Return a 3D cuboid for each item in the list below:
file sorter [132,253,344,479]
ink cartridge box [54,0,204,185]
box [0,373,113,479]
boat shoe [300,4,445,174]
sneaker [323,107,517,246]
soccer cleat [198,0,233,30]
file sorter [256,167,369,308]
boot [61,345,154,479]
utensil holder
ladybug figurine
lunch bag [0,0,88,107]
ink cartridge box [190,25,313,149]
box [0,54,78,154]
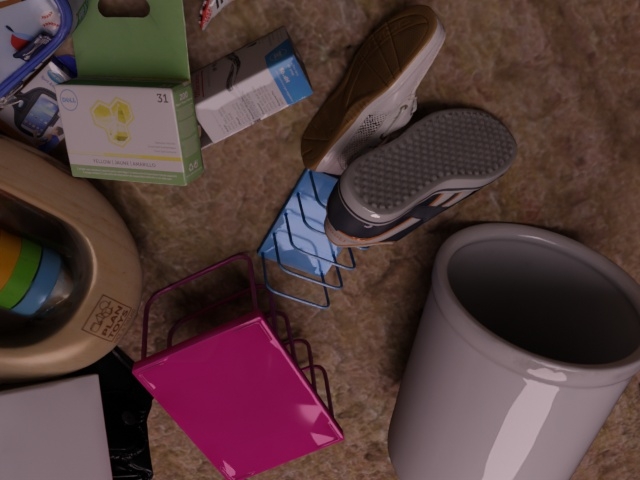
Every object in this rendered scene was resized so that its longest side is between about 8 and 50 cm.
[{"bbox_3d":[-0.123,0.196,1.208,0.202,0.182,0.290,-24,125,8],"label":"file sorter"},{"bbox_3d":[-0.236,-0.188,0.925,0.171,0.056,0.235,6,118,21],"label":"ink cartridge box"},{"bbox_3d":[-0.475,0.319,1.102,0.345,0.215,0.168,-12,175,36],"label":"box"},{"bbox_3d":[0.082,-0.190,1.028,0.096,0.098,0.277,15,136,-33],"label":"boat shoe"},{"bbox_3d":[0.130,-0.086,1.059,0.321,0.126,0.127,-23,163,-34],"label":"sneaker"},{"bbox_3d":[-0.126,-0.296,0.955,0.036,0.029,0.083,19,115,-17],"label":"soccer cleat"},{"bbox_3d":[0.000,0.000,1.140,0.118,0.104,0.170,20,119,-23],"label":"file sorter"},{"bbox_3d":[-0.350,0.252,1.192,0.094,0.207,0.246,-35,123,14],"label":"boot"},{"bbox_3d":[0.290,0.221,1.216,0.328,0.327,0.385,4,126,-13],"label":"utensil holder"},{"bbox_3d":[-0.434,0.019,1.000,0.449,0.162,0.305,36,81,-40],"label":"ladybug figurine"},{"bbox_3d":[-0.425,-0.284,0.844,0.243,0.115,0.303,-32,117,17],"label":"lunch bag"},{"bbox_3d":[-0.107,-0.191,0.984,0.180,0.104,0.060,-25,126,7],"label":"ink cartridge box"},{"bbox_3d":[-0.350,-0.176,1.000,0.136,0.028,0.081,-37,122,18],"label":"box"}]
